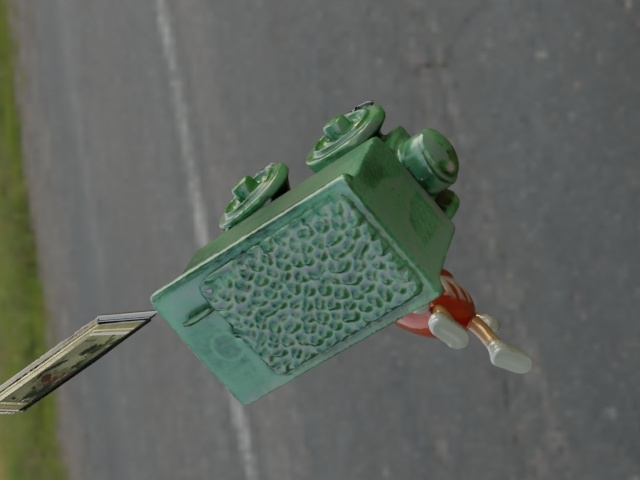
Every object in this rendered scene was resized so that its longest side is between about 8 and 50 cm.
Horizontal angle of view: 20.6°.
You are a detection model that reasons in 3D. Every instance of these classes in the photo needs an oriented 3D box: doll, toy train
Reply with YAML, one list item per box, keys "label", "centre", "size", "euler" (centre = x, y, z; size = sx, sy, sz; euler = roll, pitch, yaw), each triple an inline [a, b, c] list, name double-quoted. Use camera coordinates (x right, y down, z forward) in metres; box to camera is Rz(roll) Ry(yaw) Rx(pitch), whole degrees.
- label: "doll"
  centre: [0.136, 0.077, 2.048]
  size: [0.217, 0.183, 0.085]
  euler: [34, 100, 55]
- label: "toy train"
  centre: [0.000, 0.000, 1.537]
  size: [0.266, 0.145, 0.202]
  euler: [-32, 18, 31]

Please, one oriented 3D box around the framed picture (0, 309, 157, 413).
- label: "framed picture"
  centre: [-0.276, 0.131, 1.894]
  size: [0.010, 0.199, 0.195]
  euler: [59, 155, -11]
